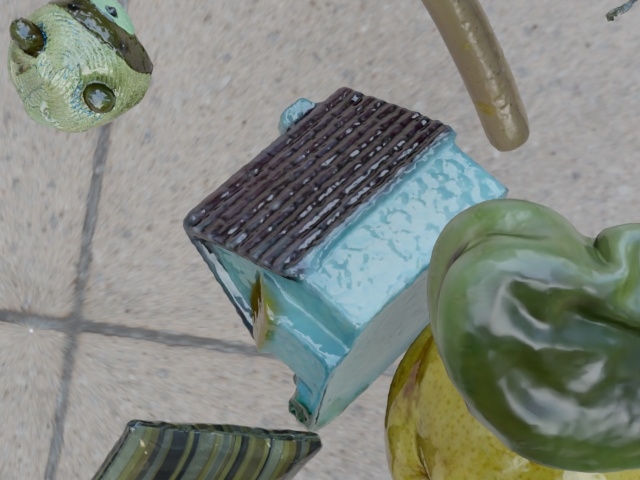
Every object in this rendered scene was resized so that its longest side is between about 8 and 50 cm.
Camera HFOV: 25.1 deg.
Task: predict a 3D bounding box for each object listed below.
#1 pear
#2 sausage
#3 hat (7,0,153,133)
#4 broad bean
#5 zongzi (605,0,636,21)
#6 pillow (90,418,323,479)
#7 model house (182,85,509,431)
[{"bbox_3d":[0.214,0.172,1.321,0.314,0.314,0.314,1,86,-11],"label":"pear"},{"bbox_3d":[0.176,-0.227,1.686,0.066,0.066,0.301,-40,126,-11],"label":"sausage"},{"bbox_3d":[-0.141,-0.099,0.820,0.076,0.059,0.077,-26,102,17],"label":"hat"},{"bbox_3d":[0.154,0.054,0.775,0.206,0.072,0.153,20,113,-9],"label":"broad bean"},{"bbox_3d":[0.344,-0.459,1.428,0.418,0.181,0.447,-33,81,-32],"label":"zongzi"},{"bbox_3d":[-0.132,0.241,1.379,0.212,0.208,0.052,9,44,-35],"label":"pillow"},{"bbox_3d":[0.000,0.000,1.469,0.249,0.230,0.280,40,59,17],"label":"model house"}]
